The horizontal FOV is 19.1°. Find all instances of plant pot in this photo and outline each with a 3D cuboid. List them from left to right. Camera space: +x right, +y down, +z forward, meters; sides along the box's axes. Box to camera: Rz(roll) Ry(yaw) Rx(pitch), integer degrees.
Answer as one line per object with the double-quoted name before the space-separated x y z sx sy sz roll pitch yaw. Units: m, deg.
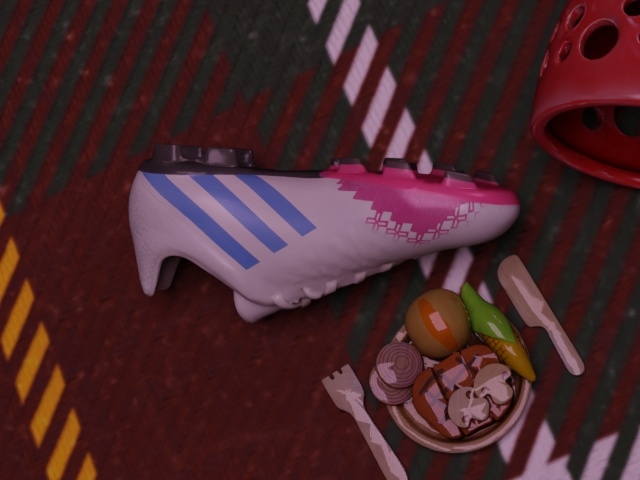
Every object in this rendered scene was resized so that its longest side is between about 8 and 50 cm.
"plant pot" 0.271 -0.145 1.463 0.191 0.191 0.174 10 74 18

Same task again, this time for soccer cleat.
"soccer cleat" 0.000 0.000 1.555 0.331 0.116 0.143 5 94 19

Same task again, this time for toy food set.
"toy food set" 0.104 0.105 1.526 0.192 0.038 0.132 -34 70 5
